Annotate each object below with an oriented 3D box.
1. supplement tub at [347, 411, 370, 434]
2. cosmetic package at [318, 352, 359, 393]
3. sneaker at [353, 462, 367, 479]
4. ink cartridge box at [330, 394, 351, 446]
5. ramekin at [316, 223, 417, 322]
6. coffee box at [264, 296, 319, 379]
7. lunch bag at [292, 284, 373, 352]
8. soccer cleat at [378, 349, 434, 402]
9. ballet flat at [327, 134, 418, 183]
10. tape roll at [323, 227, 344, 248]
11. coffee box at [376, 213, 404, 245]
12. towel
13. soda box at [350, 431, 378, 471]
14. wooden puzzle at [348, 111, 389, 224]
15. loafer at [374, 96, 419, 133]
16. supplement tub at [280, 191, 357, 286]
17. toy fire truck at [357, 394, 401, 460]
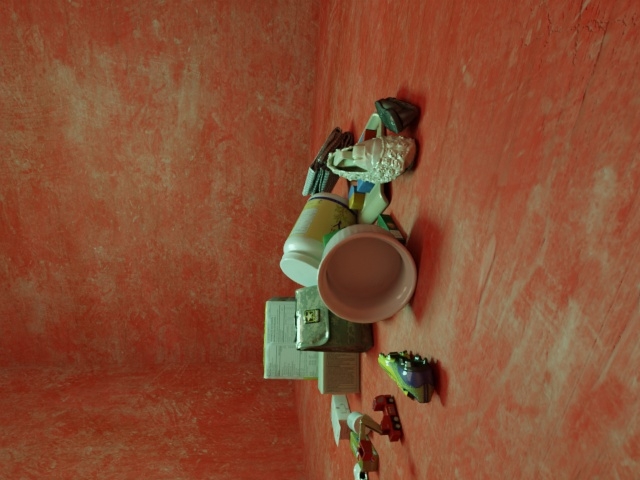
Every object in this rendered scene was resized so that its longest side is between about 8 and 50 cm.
[{"bbox_3d":[0.144,0.683,1.752,0.107,0.071,0.071,131,139,-76],"label":"supplement tub"},{"bbox_3d":[0.074,0.464,1.932,0.113,0.160,0.309,146,125,-79],"label":"cosmetic package"},{"bbox_3d":[0.150,0.909,1.738,0.061,0.054,0.152,117,153,-63],"label":"sneaker"},{"bbox_3d":[0.093,0.787,2.054,0.198,0.067,0.115,-106,19,-66],"label":"ink cartridge box"},{"bbox_3d":[0.128,0.085,1.350,0.135,0.277,0.277,-91,6,-68],"label":"ramekin"},{"bbox_3d":[-0.077,0.438,2.173,0.337,0.334,0.338,89,-178,-87],"label":"coffee box"},{"bbox_3d":[0.039,0.299,1.778,0.169,0.287,0.235,111,159,-65],"label":"lunch bag"},{"bbox_3d":[0.223,0.364,1.261,0.289,0.093,0.121,143,121,-79],"label":"soccer cleat"},{"bbox_3d":[0.134,-0.250,1.462,0.409,0.147,0.147,-176,87,-66],"label":"ballet flat"},{"bbox_3d":[0.105,0.117,1.608,0.321,0.077,0.321,-22,-90,-81],"label":"tape roll"},{"bbox_3d":[0.216,0.001,1.494,0.184,0.040,0.113,-108,22,-62],"label":"coffee box"},{"bbox_3d":[0.041,-0.337,2.120,0.283,0.121,0.235,-61,-4,-30],"label":"towel"},{"bbox_3d":[0.156,0.763,1.704,0.181,0.058,0.061,-157,68,-80],"label":"soda box"},{"bbox_3d":[0.163,-0.245,1.727,0.322,0.081,0.347,120,149,-70],"label":"wooden puzzle"},{"bbox_3d":[0.230,-0.383,1.414,0.096,0.084,0.267,61,-173,-24],"label":"loafer"},{"bbox_3d":[0.000,0.000,1.867,0.241,0.241,0.331,109,-174,-61],"label":"supplement tub"},{"bbox_3d":[0.169,0.558,1.415,0.192,0.135,0.047,-100,15,-49],"label":"toy fire truck"}]
